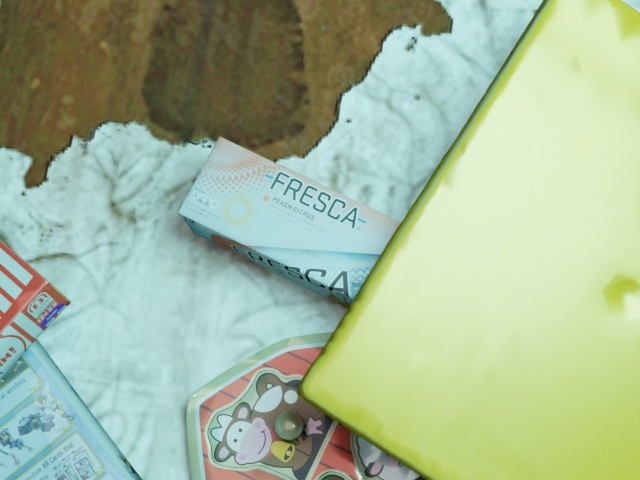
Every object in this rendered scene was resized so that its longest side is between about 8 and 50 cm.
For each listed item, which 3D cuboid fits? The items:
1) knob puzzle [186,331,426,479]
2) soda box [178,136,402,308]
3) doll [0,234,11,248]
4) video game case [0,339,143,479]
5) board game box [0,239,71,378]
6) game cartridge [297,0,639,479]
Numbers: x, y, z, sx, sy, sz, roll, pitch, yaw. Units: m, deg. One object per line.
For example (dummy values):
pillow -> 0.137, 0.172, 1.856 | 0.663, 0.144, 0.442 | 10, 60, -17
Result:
knob puzzle -> -0.002, 0.144, 1.068 | 0.213, 0.030, 0.213 | -2, 76, 7
soda box -> 0.000, 0.000, 1.089 | 0.183, 0.058, 0.063 | 25, 80, 13
doll -> -0.309, 0.032, 1.126 | 0.189, 0.046, 0.129 | -33, 65, -1
video game case -> -0.236, 0.222, 1.061 | 0.269, 0.061, 0.244 | -38, 75, -3
board game box -> -0.282, 0.033, 1.069 | 0.193, 0.045, 0.147 | 37, 81, 22
game cartridge -> 0.187, 0.037, 1.031 | 0.285, 0.053, 0.324 | 34, 84, -1
